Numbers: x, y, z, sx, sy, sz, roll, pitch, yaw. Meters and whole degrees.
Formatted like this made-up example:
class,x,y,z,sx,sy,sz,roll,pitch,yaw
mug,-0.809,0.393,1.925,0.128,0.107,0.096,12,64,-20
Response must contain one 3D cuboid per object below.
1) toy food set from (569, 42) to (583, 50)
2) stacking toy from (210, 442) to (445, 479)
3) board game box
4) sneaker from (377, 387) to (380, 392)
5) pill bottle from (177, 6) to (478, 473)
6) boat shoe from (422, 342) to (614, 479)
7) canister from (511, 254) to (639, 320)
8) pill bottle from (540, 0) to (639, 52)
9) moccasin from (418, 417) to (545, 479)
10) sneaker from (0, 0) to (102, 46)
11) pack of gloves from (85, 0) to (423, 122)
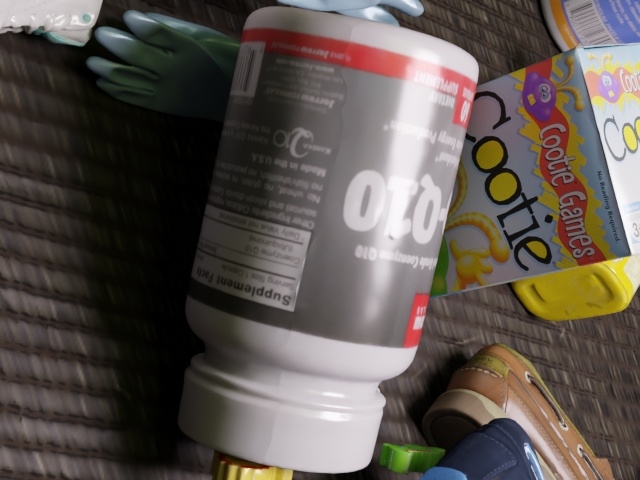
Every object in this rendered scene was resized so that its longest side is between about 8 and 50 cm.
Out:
class,x,y,z,sx,sy,sz,roll,pitch,yaw
toy food set,0.198,-0.088,1.069,0.192,0.038,0.132,-33,93,-21
stacking toy,0.005,0.231,0.799,0.221,0.052,0.167,8,93,-40
board game box,0.142,-0.041,0.871,0.144,0.275,0.142,-13,87,-42
sneaker,0.027,0.118,0.876,0.052,0.058,0.135,43,54,-25
pill bottle,0.000,0.000,0.768,0.161,0.161,0.283,9,94,-39
boat shoe,0.215,0.225,0.976,0.104,0.110,0.307,-45,109,-37
canister,0.266,-0.006,1.072,0.073,0.126,0.170,53,53,-18
pill bottle,0.367,-0.273,1.129,0.152,0.272,0.152,12,71,-39
moccasin,0.183,0.284,0.871,0.117,0.137,0.342,-44,127,-34
sneaker,-0.193,-0.161,0.753,0.212,0.080,0.094,-49,123,-39
pack of gloves,-0.044,-0.166,0.821,0.232,0.195,0.046,9,44,-40
